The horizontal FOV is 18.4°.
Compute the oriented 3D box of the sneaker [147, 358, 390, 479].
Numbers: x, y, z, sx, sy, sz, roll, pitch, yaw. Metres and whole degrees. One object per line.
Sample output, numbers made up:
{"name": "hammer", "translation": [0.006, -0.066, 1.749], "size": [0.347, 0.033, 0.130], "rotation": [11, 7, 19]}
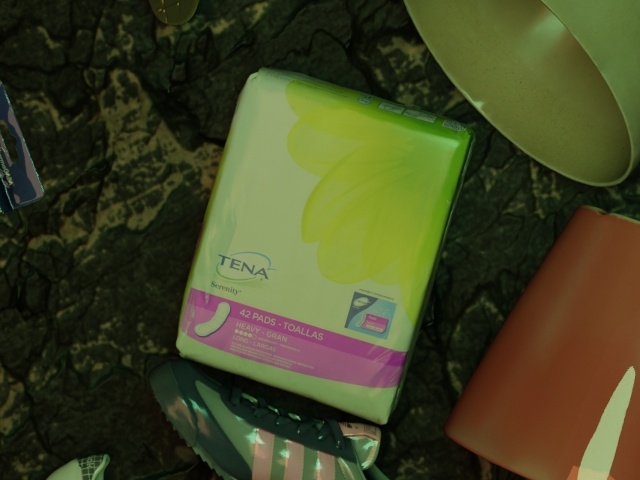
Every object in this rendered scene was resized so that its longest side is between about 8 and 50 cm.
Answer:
{"name": "sneaker", "translation": [-0.017, 0.197, 1.892], "size": [0.319, 0.112, 0.131], "rotation": [41, 104, -16]}

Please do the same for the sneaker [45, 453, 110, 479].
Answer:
{"name": "sneaker", "translation": [-0.206, 0.330, 1.976], "size": [0.095, 0.090, 0.235], "rotation": [-27, 92, 3]}

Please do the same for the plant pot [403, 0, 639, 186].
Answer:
{"name": "plant pot", "translation": [0.233, -0.217, 1.757], "size": [0.191, 0.284, 0.284], "rotation": [-43, 86, -14]}

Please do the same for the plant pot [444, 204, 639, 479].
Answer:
{"name": "plant pot", "translation": [0.278, 0.113, 1.779], "size": [0.275, 0.275, 0.243], "rotation": [21, 91, 8]}

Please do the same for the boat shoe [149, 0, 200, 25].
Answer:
{"name": "boat shoe", "translation": [-0.133, -0.296, 1.904], "size": [0.064, 0.060, 0.178], "rotation": [0, 93, 19]}

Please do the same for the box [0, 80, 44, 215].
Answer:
{"name": "box", "translation": [-0.404, -0.066, 1.996], "size": [0.225, 0.036, 0.136], "rotation": [-21, 92, 11]}

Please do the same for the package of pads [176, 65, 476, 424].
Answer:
{"name": "package of pads", "translation": [0.000, 0.000, 1.890], "size": [0.229, 0.101, 0.297], "rotation": [18, 99, 7]}
